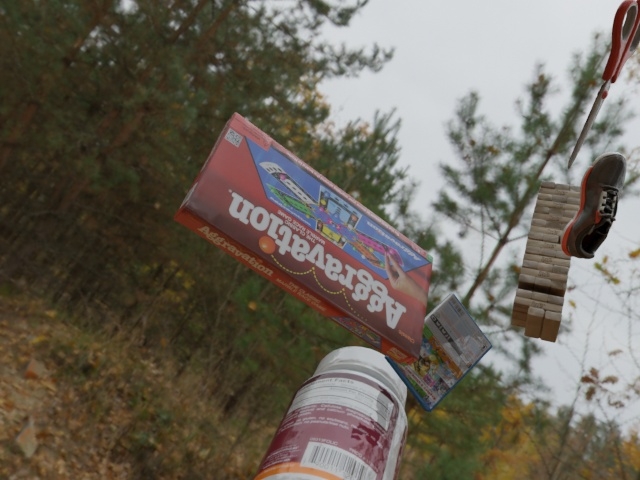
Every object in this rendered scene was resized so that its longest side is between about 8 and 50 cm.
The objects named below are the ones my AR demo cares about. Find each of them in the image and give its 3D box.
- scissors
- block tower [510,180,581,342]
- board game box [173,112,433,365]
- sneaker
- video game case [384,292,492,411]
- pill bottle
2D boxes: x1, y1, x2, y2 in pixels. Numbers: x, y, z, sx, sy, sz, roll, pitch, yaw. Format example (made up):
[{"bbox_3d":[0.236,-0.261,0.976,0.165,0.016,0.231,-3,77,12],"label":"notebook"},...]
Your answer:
[{"bbox_3d":[0.495,-0.266,1.068,0.109,0.297,0.021,-15,33,-42],"label":"scissors"},{"bbox_3d":[0.458,0.028,1.259,0.090,0.335,0.097,11,-33,19],"label":"block tower"},{"bbox_3d":[0.000,0.000,0.644,0.281,0.145,0.027,34,-43,-19],"label":"board game box"},{"bbox_3d":[0.391,-0.043,0.865,0.061,0.158,0.065,14,13,-11],"label":"sneaker"},{"bbox_3d":[0.200,0.186,1.050,0.119,0.166,0.015,53,-21,-6],"label":"video game case"},{"bbox_3d":[0.027,0.365,1.075,0.224,0.224,0.392,34,28,0],"label":"pill bottle"}]
